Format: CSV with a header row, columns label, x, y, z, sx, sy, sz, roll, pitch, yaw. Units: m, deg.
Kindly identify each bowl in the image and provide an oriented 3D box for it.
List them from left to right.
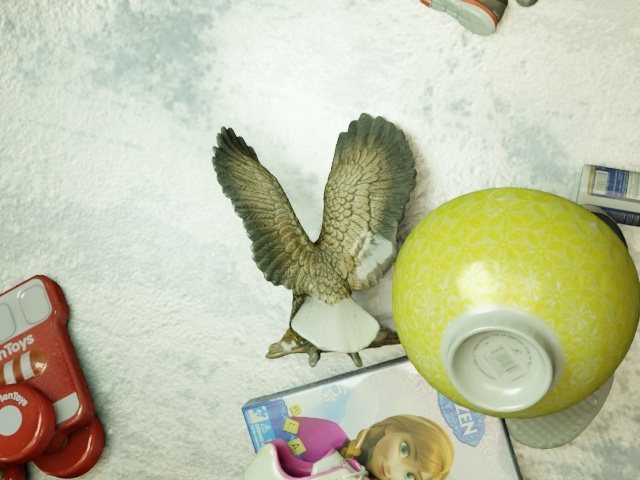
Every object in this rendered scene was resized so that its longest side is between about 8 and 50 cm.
label,x,y,z,sx,sy,sz,roll,pitch,yaw
bowl,0.209,0.102,1.514,0.290,0.156,0.289,7,123,11

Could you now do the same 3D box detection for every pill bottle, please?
label,x,y,z,sx,sy,sz,roll,pitch,yaw
pill bottle,0.376,-0.052,1.653,0.120,0.067,0.067,10,96,9

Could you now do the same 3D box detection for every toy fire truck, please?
label,x,y,z,sx,sy,sz,roll,pitch,yaw
toy fire truck,-0.444,0.213,1.781,0.302,0.169,0.253,-28,66,10

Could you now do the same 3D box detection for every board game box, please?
label,x,y,z,sx,sy,sz,roll,pitch,yaw
board game box,0.097,0.316,1.729,0.318,0.066,0.318,-18,91,10

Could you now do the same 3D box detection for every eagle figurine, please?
label,x,y,z,sx,sy,sz,roll,pitch,yaw
eagle figurine,-0.008,-0.001,1.664,0.225,0.226,0.298,4,101,29

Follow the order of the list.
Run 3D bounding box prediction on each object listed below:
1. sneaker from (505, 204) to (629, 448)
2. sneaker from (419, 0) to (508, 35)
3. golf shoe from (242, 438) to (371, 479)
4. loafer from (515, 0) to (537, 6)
label,x,y,z,sx,sy,sz,roll,pitch,yaw
sneaker,0.307,0.105,1.658,0.126,0.127,0.321,13,122,0
sneaker,0.164,-0.320,1.683,0.158,0.061,0.065,37,72,4
golf shoe,0.042,0.335,1.651,0.306,0.115,0.140,14,94,8
loafer,0.240,-0.350,1.666,0.045,0.039,0.125,-20,91,11
